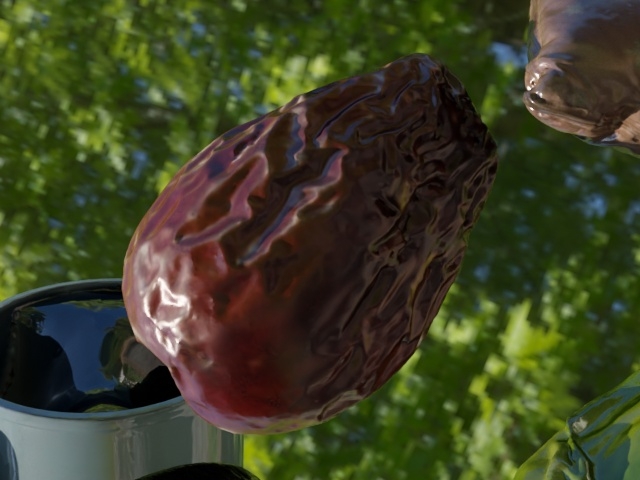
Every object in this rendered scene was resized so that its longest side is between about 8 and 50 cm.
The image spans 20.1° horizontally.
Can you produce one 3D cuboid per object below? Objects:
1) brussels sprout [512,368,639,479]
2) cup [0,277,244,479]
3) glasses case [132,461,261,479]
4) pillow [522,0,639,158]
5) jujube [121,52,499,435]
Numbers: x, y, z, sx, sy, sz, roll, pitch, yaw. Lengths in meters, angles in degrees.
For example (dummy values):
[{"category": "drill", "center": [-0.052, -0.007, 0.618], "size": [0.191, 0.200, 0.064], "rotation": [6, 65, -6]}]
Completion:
[{"category": "brussels sprout", "center": [0.262, 0.219, 1.281], "size": [0.294, 0.259, 0.227], "rotation": [-43, -50, -34]}, {"category": "cup", "center": [-0.211, 0.242, 1.624], "size": [0.331, 0.256, 0.311], "rotation": [-36, -47, -51]}, {"category": "glasses case", "center": [-0.088, 0.173, 0.850], "size": [0.122, 0.082, 0.321], "rotation": [-53, -10, 5]}, {"category": "pillow", "center": [0.223, -0.105, 1.037], "size": [0.223, 0.236, 0.084], "rotation": [-76, 4, -50]}, {"category": "jujube", "center": [0.000, 0.000, 1.024], "size": [0.236, 0.168, 0.168], "rotation": [-44, -50, -4]}]
